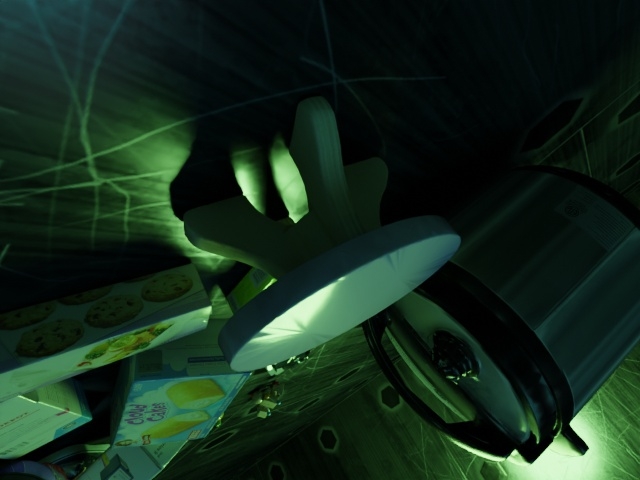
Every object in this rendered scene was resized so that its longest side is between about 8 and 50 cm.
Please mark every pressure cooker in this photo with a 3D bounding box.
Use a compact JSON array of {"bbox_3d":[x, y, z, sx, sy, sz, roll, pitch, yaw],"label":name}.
[{"bbox_3d":[0.284,0.117,0.709,0.420,0.369,0.376,-37,118,-17],"label":"pressure cooker"}]

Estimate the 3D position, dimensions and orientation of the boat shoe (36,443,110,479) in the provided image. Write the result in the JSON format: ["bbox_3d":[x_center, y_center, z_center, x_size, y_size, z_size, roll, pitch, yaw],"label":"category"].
[{"bbox_3d":[-0.461,0.447,0.815,0.065,0.083,0.183,-33,155,0],"label":"boat shoe"}]

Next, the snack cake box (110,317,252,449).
[{"bbox_3d":[-0.220,0.220,0.632,0.152,0.089,0.264,4,139,-29],"label":"snack cake box"}]

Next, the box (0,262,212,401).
[{"bbox_3d":[-0.275,0.104,0.429,0.323,0.067,0.063,-15,149,-32],"label":"box"}]

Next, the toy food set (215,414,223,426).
[{"bbox_3d":[-0.300,0.416,0.961,0.128,0.071,0.217,-42,154,19],"label":"toy food set"}]

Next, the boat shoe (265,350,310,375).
[{"bbox_3d":[-0.071,0.173,0.754,0.091,0.114,0.302,-28,167,-9],"label":"boat shoe"}]

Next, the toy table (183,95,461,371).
[{"bbox_3d":[0.000,0.000,0.449,0.274,0.161,0.252,-14,149,-36],"label":"toy table"}]

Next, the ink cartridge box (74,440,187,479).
[{"bbox_3d":[-0.333,0.390,0.793,0.212,0.093,0.154,-42,179,23],"label":"ink cartridge box"}]

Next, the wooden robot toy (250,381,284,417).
[{"bbox_3d":[-0.165,0.449,1.217,0.078,0.076,0.173,18,135,-14],"label":"wooden robot toy"}]

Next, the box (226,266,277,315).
[{"bbox_3d":[-0.044,0.068,0.659,0.178,0.043,0.109,2,139,-51],"label":"box"}]

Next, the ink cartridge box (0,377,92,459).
[{"bbox_3d":[-0.366,0.199,0.498,0.104,0.062,0.181,-25,155,-17],"label":"ink cartridge box"}]

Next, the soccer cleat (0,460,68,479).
[{"bbox_3d":[-0.442,0.386,0.643,0.108,0.117,0.318,20,128,-12],"label":"soccer cleat"}]
